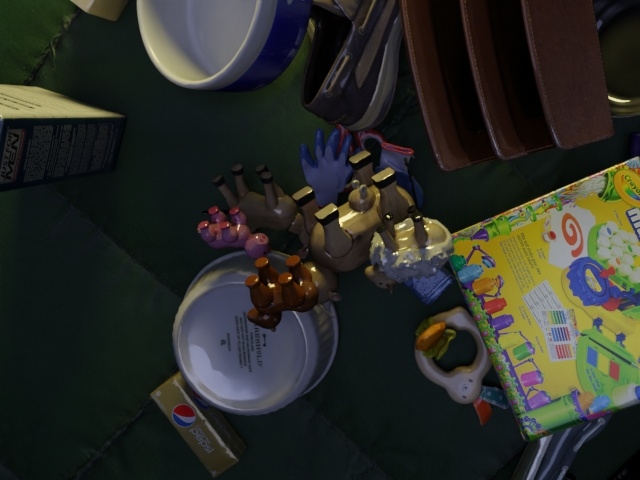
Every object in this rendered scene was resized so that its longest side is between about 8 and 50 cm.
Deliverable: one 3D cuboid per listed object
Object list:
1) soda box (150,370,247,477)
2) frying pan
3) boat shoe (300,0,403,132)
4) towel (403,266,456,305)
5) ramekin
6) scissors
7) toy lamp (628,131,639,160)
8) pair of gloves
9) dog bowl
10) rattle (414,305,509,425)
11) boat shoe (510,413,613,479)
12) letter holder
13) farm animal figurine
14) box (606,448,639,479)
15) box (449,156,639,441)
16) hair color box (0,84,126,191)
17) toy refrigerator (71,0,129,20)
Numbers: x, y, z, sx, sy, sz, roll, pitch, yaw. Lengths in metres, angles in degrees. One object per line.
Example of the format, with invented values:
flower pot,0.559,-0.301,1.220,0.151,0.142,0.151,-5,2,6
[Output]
soda box,-0.207,0.310,1.221,0.058,0.061,0.181,-37,92,13
frying pan,0.474,-0.295,0.947,0.326,0.053,0.197,-33,66,37
boat shoe,0.051,-0.335,1.005,0.130,0.132,0.355,4,96,-35
towel,0.151,0.042,1.133,0.119,0.029,0.067,45,103,-1
ramekin,-0.112,0.154,1.145,0.273,0.127,0.272,2,99,10
scissors,0.045,-0.213,1.115,0.109,0.021,0.297,-7,97,13
toy lamp,0.498,-0.215,1.007,0.080,0.080,0.274,12,101,7
pair of gloves,0.064,-0.095,1.088,0.198,0.023,0.159,12,138,6
dog bowl,-0.142,-0.346,1.020,0.265,0.104,0.264,5,97,39
rattle,0.225,0.208,1.096,0.130,0.143,0.199,-22,89,-6
boat shoe,0.359,0.373,1.110,0.099,0.116,0.319,20,97,10
letter holder,0.241,-0.258,0.952,0.215,0.152,0.301,-17,98,-31
farm animal figurine,0.000,0.000,1.038,0.327,0.330,0.172,-23,128,2
box,0.503,0.377,0.995,0.073,0.293,0.295,41,104,0
box,0.359,0.085,0.990,0.279,0.177,0.289,-23,77,13
hair color box,-0.442,-0.157,1.036,0.174,0.347,0.105,18,102,7
toy refrigerator,-0.298,-0.479,1.084,0.094,0.102,0.269,37,104,2
